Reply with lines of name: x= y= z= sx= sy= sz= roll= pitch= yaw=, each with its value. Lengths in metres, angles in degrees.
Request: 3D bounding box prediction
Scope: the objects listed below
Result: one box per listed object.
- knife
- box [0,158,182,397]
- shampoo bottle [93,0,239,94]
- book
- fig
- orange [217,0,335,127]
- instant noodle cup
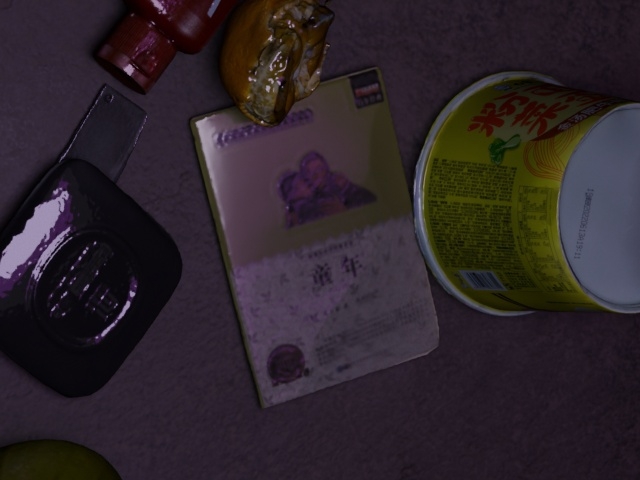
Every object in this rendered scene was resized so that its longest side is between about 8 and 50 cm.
knife: x=-0.265 y=-0.046 z=1.525 sx=0.072 sy=0.019 sz=0.245 roll=36 pitch=81 yaw=-29
box: x=-0.257 y=0.043 z=1.516 sx=0.201 sy=0.042 sz=0.212 roll=44 pitch=77 yaw=-32
shampoo bottle: x=-0.120 y=-0.298 z=1.520 sx=0.314 sy=0.076 sz=0.118 roll=-54 pitch=133 yaw=-9
book: x=0.000 y=0.000 z=1.642 sx=0.239 sy=0.035 sz=0.352 roll=-18 pitch=105 yaw=-20
fig: x=-0.291 y=0.313 z=1.455 sx=0.203 sy=0.225 sz=0.203 roll=0 pitch=104 yaw=-1
orange: x=-0.052 y=-0.205 z=1.537 sx=0.160 sy=0.112 sz=0.170 roll=-67 pitch=158 yaw=2
instant noodle cup: x=0.293 y=-0.045 z=1.648 sx=0.311 sy=0.221 sz=0.311 roll=-4 pitch=99 yaw=-30
